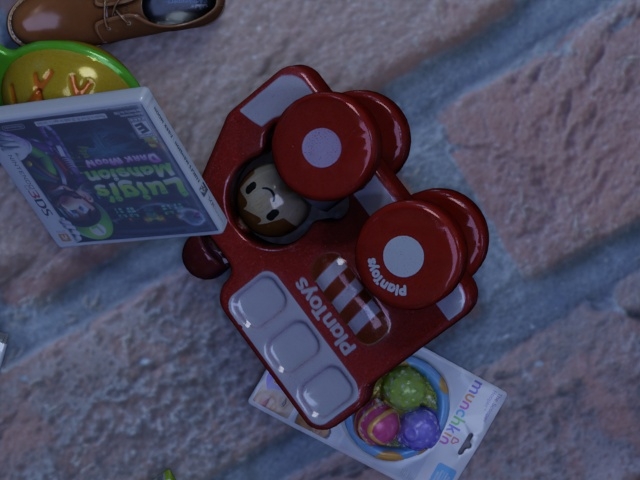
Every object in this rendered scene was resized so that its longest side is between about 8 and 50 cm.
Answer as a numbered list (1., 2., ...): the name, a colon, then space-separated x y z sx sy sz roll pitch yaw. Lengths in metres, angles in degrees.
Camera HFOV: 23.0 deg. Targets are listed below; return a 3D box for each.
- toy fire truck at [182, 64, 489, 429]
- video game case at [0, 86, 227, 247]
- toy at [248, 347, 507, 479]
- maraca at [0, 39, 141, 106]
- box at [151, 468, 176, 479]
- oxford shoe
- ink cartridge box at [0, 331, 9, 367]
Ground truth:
1. toy fire truck: 0.000 0.000 1.501 0.254 0.169 0.302 -39 86 15
2. video game case: -0.204 -0.063 1.456 0.190 0.022 0.173 -5 135 27
3. toy: 0.063 0.165 1.591 0.237 0.056 0.136 29 95 -10
4. maraca: -0.255 -0.138 1.489 0.186 0.099 0.127 11 128 6
5. box: -0.151 0.336 1.596 0.109 0.042 0.178 -33 100 -1
6. oxford shoe: -0.196 -0.223 1.497 0.212 0.076 0.076 -11 101 -3
7. ink cartridge box: -0.364 0.140 1.538 0.089 0.052 0.122 17 97 -9
